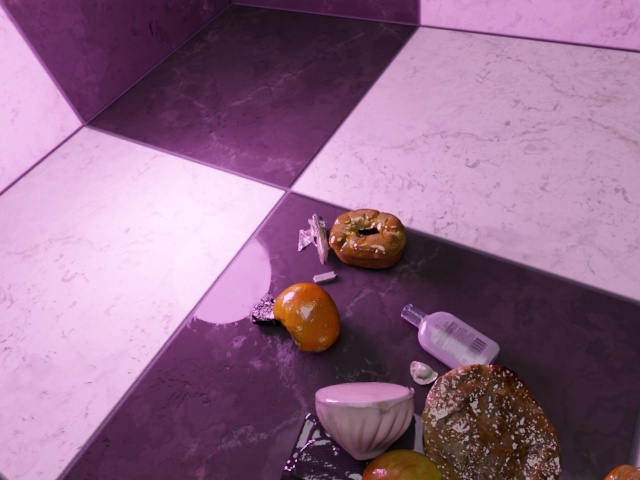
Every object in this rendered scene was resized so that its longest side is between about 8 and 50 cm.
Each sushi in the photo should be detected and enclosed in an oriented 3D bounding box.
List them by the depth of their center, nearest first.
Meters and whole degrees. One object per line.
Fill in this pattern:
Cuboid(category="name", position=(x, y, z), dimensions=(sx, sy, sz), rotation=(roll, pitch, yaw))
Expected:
Cuboid(category="sushi", position=(-0.179, 0.239, 1.567), dimensions=(0.083, 0.056, 0.084), rotation=(-8, 51, 16))

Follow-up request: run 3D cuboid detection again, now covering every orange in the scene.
Cuboid(category="orange", position=(-0.042, 0.225, 1.470), dimensions=(0.179, 0.158, 0.237), rotation=(-13, 43, -27))

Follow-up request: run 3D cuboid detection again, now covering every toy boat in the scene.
Cuboid(category="toy boat", position=(0.000, 0.000, 1.698), dimensions=(0.066, 0.084, 0.210), rotation=(-4, 55, -8))

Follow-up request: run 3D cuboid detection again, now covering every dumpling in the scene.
Cuboid(category="dumpling", position=(0.293, 0.383, 1.356), dimensions=(0.077, 0.043, 0.059), rotation=(26, 77, 11))

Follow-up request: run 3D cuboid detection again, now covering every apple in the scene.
Cuboid(category="apple", position=(0.203, 0.593, 1.113), dimensions=(0.196, 0.196, 0.196), rotation=(-6, 51, 7))

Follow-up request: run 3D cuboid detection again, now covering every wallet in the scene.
Cuboid(category="wallet", position=(0.013, 0.633, 1.217), dimensions=(0.247, 0.041, 0.323), rotation=(11, 54, 22))

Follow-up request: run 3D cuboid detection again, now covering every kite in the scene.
Cuboid(category="kite", position=(-0.030, 0.000, 1.754), dimensions=(0.139, 0.011, 0.157), rotation=(-36, 53, -14))

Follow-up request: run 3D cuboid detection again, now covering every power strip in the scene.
Cuboid(category="power strip", position=(0.016, 0.129, 1.633), dimensions=(0.083, 0.017, 0.027), rotation=(-13, 51, 2))

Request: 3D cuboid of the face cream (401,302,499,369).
Cuboid(category="face cream", position=(0.369, 0.286, 1.395), dimensions=(0.291, 0.071, 0.144), rotation=(32, 68, 30))

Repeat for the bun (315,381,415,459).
Cuboid(category="bun", position=(0.116, 0.474, 1.224), dimensions=(0.263, 0.263, 0.175), rotation=(-3, 83, 10))

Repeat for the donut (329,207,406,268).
Cuboid(category="donut", position=(0.168, -0.007, 1.638), dimensions=(0.261, 0.128, 0.208), rotation=(13, 55, 22))

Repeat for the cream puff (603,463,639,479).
Cuboid(category="cream puff", position=(0.702, 0.602, 1.034), dimensions=(0.189, 0.129, 0.189), rotation=(-3, 44, 3))

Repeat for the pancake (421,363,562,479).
Cuboid(category="pancake", position=(0.424, 0.489, 1.200), dimensions=(0.356, 0.065, 0.356), rotation=(0, 63, 0))
